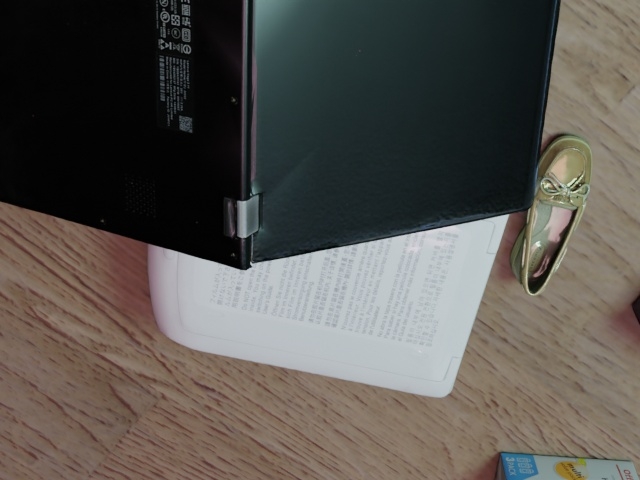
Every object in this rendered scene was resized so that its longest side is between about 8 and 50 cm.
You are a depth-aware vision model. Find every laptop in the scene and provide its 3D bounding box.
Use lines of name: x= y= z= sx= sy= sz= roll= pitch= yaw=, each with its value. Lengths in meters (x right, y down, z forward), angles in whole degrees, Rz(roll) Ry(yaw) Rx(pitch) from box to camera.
laptop: x=-0.046 y=-0.201 z=0.862 sx=0.408 sy=0.236 sz=0.382 roll=14 pitch=117 yaw=24

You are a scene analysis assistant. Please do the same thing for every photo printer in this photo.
photo printer: x=0.000 y=0.000 z=1.026 sx=0.307 sy=0.107 sz=0.256 roll=11 pitch=115 yaw=-5

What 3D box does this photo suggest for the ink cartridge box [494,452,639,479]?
ink cartridge box: x=0.277 y=0.278 z=1.165 sx=0.181 sy=0.104 sz=0.061 roll=4 pitch=117 yaw=-3

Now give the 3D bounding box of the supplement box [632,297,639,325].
supplement box: x=0.401 y=0.041 z=1.061 sx=0.104 sy=0.081 sz=0.188 roll=34 pitch=112 yaw=-16

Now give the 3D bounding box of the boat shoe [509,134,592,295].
boat shoe: x=0.216 y=-0.022 z=1.048 sx=0.056 sy=0.048 sz=0.153 roll=15 pitch=116 yaw=-7
